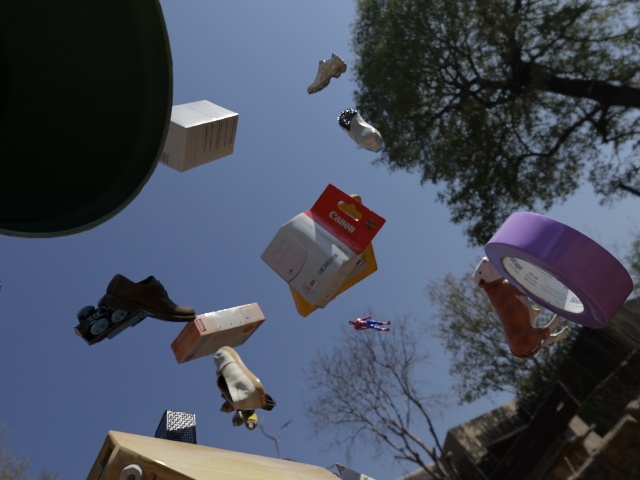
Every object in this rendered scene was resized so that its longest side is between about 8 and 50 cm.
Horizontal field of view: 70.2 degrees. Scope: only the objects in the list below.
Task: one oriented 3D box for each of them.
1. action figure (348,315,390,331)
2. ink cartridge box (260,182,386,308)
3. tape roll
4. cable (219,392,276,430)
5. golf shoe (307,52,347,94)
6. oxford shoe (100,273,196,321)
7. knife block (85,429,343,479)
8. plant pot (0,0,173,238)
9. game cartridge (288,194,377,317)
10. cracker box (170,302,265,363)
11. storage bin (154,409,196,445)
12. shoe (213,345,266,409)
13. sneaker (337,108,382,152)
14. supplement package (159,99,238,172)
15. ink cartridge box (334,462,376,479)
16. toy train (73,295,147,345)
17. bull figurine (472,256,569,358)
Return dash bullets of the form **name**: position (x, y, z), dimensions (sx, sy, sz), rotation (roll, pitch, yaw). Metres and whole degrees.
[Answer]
- **action figure**: position (0.133, 0.231, 1.259), dimensions (0.030, 0.115, 0.038), rotation (65, -150, -49)
- **ink cartridge box**: position (0.000, 0.000, 0.992), dimensions (0.232, 0.189, 0.066), rotation (-57, -34, 7)
- **tape roll**: position (0.488, 0.062, 0.956), dimensions (0.090, 0.274, 0.275), rotation (-49, -41, -4)
- **cable**: position (-0.218, 0.485, 1.342), dimensions (0.072, 0.139, 0.287), rotation (-58, -12, -8)
- **golf shoe**: position (0.009, -0.604, 1.649), dimensions (0.176, 0.069, 0.086), rotation (-39, -86, -5)
- **oxford shoe**: position (-0.381, 0.135, 1.063), dimensions (0.227, 0.082, 0.096), rotation (30, -113, -42)
- **knife block**: position (-0.021, 0.230, 0.358), dimensions (0.242, 0.275, 0.088), rotation (92, -160, -75)
- **plant pot**: position (-0.296, -0.157, 0.379), dimensions (0.293, 0.196, 0.294), rotation (6, -90, -71)
- **game cartridge**: position (0.029, 0.046, 1.441), dimensions (0.323, 0.052, 0.286), rotation (-31, -63, -29)
- **cracker box**: position (-0.294, 0.266, 1.321), dimensions (0.232, 0.067, 0.156), rotation (-6, -34, -49)
- **storage bin**: position (-0.400, 0.569, 1.241), dimensions (0.084, 0.180, 0.122), rotation (19, -72, -24)
- **shoe**: position (-0.172, 0.264, 0.875), dimensions (0.058, 0.219, 0.077), rotation (-21, -74, -26)
- **sneaker**: position (0.133, -0.377, 1.569), dimensions (0.085, 0.237, 0.086), rotation (-35, -41, 1)
- **supplement package**: position (-0.369, -0.310, 1.329), dimensions (0.244, 0.138, 0.134), rotation (-39, -29, -55)
- **ink cartridge box**: position (0.109, 0.675, 1.210), dimensions (0.061, 0.181, 0.105), rotation (-46, -51, -40)
- **toy train**: position (-0.489, 0.177, 1.084), dimensions (0.184, 0.080, 0.105), rotation (-39, -25, -37)
- **bull figurine**: position (0.576, 0.180, 1.325), dimensions (0.188, 0.311, 0.101), rotation (-25, -11, 30)
